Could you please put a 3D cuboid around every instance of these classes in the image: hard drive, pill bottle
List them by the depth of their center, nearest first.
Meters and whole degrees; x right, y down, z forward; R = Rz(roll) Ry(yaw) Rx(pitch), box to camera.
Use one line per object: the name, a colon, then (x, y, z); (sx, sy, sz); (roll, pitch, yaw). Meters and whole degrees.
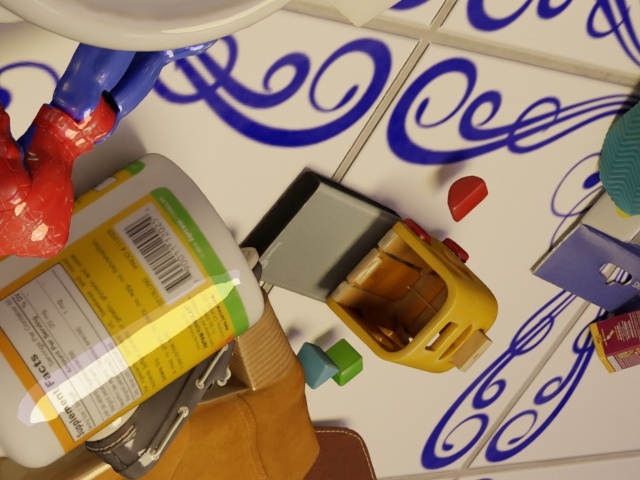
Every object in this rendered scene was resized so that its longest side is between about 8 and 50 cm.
pill bottle: (-0.172, 0.061, 1.083); (0.246, 0.136, 0.136); (-34, 148, -13)
hard drive: (0.000, 0.000, 1.310); (0.094, 0.022, 0.135); (-50, 148, 12)

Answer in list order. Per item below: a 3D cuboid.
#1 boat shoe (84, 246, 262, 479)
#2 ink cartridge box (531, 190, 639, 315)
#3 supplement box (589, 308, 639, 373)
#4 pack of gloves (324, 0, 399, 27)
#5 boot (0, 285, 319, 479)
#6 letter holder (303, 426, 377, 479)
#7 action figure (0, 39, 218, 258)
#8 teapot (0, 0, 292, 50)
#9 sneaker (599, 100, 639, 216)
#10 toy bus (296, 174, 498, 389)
boat shoe: (-0.100, 0.086, 1.199); (0.065, 0.075, 0.206); (57, 49, -23)
ink cartridge box: (0.390, -0.033, 1.661); (0.307, 0.072, 0.303); (-51, 148, 11)
supplement box: (0.334, 0.103, 1.755); (0.083, 0.043, 0.055); (-19, 151, 14)
pack of gloves: (0.082, -0.210, 1.043); (0.232, 0.046, 0.195); (-29, 155, 19)
boot: (-0.120, 0.186, 1.291); (0.295, 0.104, 0.211); (-36, 133, -25)
letter holder: (-0.088, 0.291, 1.473); (0.302, 0.214, 0.152); (-4, 164, -45)
action figure: (-0.159, -0.095, 0.973); (0.280, 0.139, 0.091); (-57, 150, -19)
teapot: (-0.093, -0.223, 0.795); (0.256, 0.187, 0.252); (-12, 112, -16)
sneaker: (0.329, -0.115, 1.476); (0.092, 0.087, 0.228); (-13, 140, -42)
toy bus: (0.093, 0.059, 1.373); (0.202, 0.104, 0.191); (-29, 152, -31)
